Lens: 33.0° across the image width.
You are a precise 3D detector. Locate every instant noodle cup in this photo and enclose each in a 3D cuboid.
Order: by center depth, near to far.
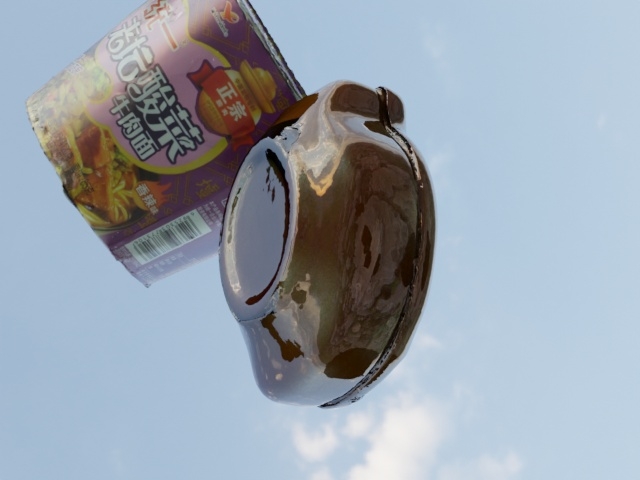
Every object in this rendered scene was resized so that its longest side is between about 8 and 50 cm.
[{"bbox_3d":[-0.147,-0.123,1.207,0.266,0.340,0.340,-31,-71,2],"label":"instant noodle cup"}]

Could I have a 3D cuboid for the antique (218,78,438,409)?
[{"bbox_3d":[0.000,0.000,0.916,0.129,0.223,0.278,13,-104,-28],"label":"antique"}]
